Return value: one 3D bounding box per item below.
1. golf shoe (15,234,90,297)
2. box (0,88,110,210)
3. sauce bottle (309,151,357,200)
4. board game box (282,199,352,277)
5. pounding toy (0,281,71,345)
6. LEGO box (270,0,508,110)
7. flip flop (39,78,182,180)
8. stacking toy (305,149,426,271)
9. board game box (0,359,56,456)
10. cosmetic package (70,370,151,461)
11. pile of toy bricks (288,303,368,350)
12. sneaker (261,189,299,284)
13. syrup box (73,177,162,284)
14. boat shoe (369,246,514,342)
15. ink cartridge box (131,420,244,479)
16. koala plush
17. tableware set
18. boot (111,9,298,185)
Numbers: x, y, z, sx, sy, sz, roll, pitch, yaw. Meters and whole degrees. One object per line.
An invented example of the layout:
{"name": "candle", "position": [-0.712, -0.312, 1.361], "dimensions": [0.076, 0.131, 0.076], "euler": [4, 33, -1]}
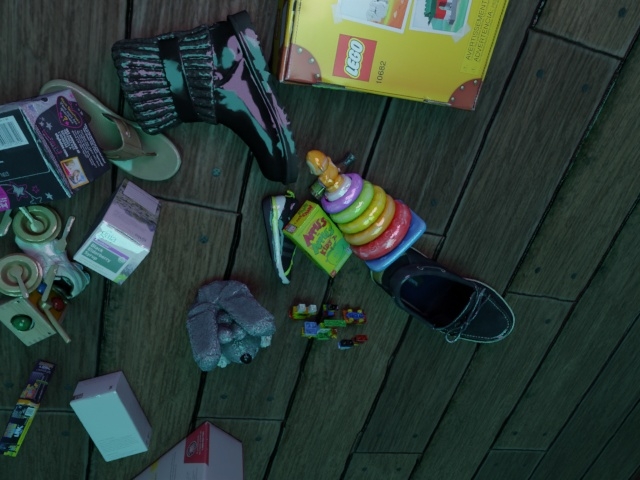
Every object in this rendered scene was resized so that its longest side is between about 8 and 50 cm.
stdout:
{"name": "golf shoe", "position": [-0.577, 0.051, 0.952], "dimensions": [0.069, 0.086, 0.176], "euler": [-36, 117, 9]}
{"name": "box", "position": [-0.545, -0.155, 0.789], "dimensions": [0.248, 0.142, 0.163], "euler": [-9, 119, 11]}
{"name": "sauce bottle", "position": [0.030, -0.146, 1.010], "dimensions": [0.128, 0.042, 0.042], "euler": [-43, 117, 11]}
{"name": "board game box", "position": [0.000, 0.000, 1.035], "dimensions": [0.092, 0.043, 0.181], "euler": [-52, 133, -10]}
{"name": "pounding toy", "position": [-0.607, 0.154, 0.965], "dimensions": [0.100, 0.141, 0.130], "euler": [-25, 119, 0]}
{"name": "LEGO box", "position": [0.134, -0.508, 0.762], "dimensions": [0.373, 0.193, 0.499], "euler": [5, 115, -15]}
{"name": "flip flop", "position": [-0.405, -0.203, 0.862], "dimensions": [0.277, 0.080, 0.112], "euler": [35, 104, -25]}
{"name": "stacking toy", "position": [0.070, -0.084, 0.966], "dimensions": [0.166, 0.175, 0.302], "euler": [-43, 121, 8]}
{"name": "board game box", "position": [-0.704, 0.400, 1.068], "dimensions": [0.048, 0.141, 0.170], "euler": [24, 109, -25]}
{"name": "cosmetic package", "position": [-0.543, 0.464, 1.171], "dimensions": [0.118, 0.085, 0.230], "euler": [-13, 117, -6]}
{"name": "pile of toy bricks", "position": [0.016, 0.236, 1.179], "dimensions": [0.213, 0.117, 0.105], "euler": [9, 147, -26]}
{"name": "sneaker", "position": [-0.073, -0.001, 1.038], "dimensions": [0.097, 0.084, 0.234], "euler": [-11, 119, -9]}
{"name": "syrup box", "position": [-0.385, -0.025, 0.868], "dimensions": [0.093, 0.236, 0.096], "euler": [38, 103, -27]}
{"name": "boat shoe", "position": [0.346, 0.171, 1.180], "dimensions": [0.501, 0.156, 0.186], "euler": [30, 105, -26]}
{"name": "ink cartridge box", "position": [-0.402, 0.750, 1.237], "dimensions": [0.385, 0.279, 0.160], "euler": [-39, 119, 9]}
{"name": "koala plush", "position": [-0.209, 0.224, 1.092], "dimensions": [0.196, 0.203, 0.221], "euler": [-30, 141, -10]}
{"name": "tableware set", "position": [-0.594, 0.016, 0.898], "dimensions": [0.128, 0.039, 0.194], "euler": [17, 75, -20]}
{"name": "boot", "position": [-0.208, -0.236, 0.857], "dimensions": [0.260, 0.131, 0.347], "euler": [-23, 109, -8]}
